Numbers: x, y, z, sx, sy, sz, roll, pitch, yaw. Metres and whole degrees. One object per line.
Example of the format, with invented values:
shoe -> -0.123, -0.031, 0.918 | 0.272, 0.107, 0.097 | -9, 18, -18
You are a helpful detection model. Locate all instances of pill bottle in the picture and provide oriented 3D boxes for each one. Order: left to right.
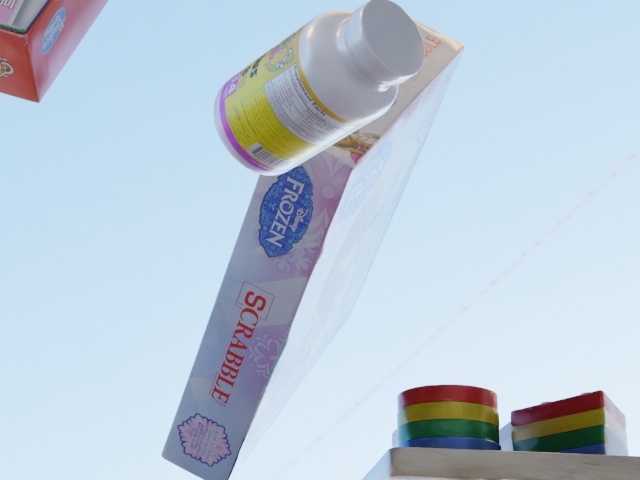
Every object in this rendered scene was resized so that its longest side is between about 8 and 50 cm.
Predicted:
pill bottle -> 0.000, -0.058, 0.454 | 0.043, 0.043, 0.083 | 30, -37, -29

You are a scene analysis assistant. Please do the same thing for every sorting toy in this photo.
sorting toy -> 0.169, 0.196, 1.111 | 0.257, 0.089, 0.255 | 3, -21, -6

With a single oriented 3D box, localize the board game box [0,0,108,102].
board game box -> -0.242, -0.258, 0.882 | 0.242, 0.316, 0.064 | 17, -35, 10

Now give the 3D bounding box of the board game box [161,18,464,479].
board game box -> 0.000, 0.000, 1.037 | 0.066, 0.319, 0.318 | 26, -59, 9
